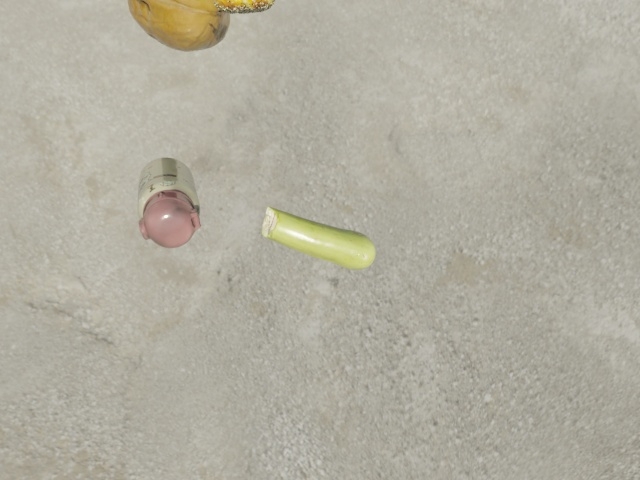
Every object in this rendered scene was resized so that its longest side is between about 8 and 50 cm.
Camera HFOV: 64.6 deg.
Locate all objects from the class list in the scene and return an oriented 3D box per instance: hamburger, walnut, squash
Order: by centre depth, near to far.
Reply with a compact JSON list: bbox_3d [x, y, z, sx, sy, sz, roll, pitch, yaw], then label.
[{"bbox_3d":[0.000,0.000,1.040,0.250,0.083,0.083,17,56,-15],"label":"squash"},{"bbox_3d":[-0.155,-0.521,1.046,0.163,0.093,0.189,-17,21,-29],"label":"hamburger"},{"bbox_3d":[-0.442,-0.783,1.582,0.397,0.354,0.307,35,27,31],"label":"walnut"}]

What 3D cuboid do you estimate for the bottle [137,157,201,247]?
[{"bbox_3d":[-0.274,-0.066,0.913,0.109,0.110,0.233,-26,31,-4],"label":"bottle"}]
